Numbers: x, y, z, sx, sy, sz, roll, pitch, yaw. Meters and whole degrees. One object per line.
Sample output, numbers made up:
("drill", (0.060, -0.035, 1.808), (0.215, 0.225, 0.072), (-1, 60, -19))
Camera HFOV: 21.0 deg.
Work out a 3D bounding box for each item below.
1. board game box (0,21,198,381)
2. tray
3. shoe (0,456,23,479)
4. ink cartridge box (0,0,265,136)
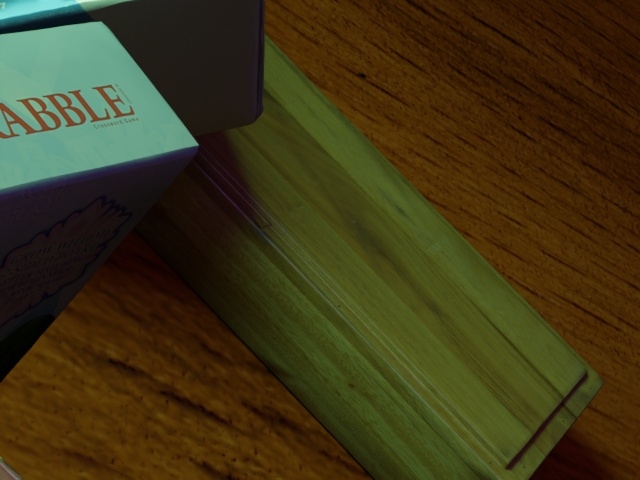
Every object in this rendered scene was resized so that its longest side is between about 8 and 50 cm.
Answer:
("board game box", (-0.232, 0.072, 0.542), (0.066, 0.318, 0.319), (51, 31, 12))
("tray", (0.000, 0.000, 1.164), (0.411, 0.076, 0.203), (45, 29, 6))
("shoe", (-0.191, 0.098, 0.820), (0.081, 0.063, 0.178), (19, 42, -38))
("ink cartridge box", (-0.185, -0.198, 1.047), (0.223, 0.129, 0.307), (-14, 54, -14))
